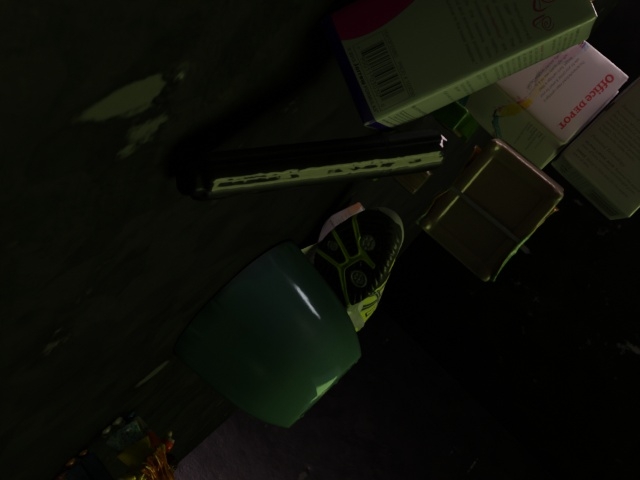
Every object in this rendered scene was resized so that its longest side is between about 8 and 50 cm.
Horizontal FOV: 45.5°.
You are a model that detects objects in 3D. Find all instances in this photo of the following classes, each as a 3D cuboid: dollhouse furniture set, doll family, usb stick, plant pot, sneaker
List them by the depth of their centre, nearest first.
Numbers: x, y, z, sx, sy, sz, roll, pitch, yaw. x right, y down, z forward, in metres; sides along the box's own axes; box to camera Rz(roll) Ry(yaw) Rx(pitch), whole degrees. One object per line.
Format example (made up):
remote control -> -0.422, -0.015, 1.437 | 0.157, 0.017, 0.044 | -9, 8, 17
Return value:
usb stick -> -0.001, -0.076, 0.751 | 0.278, 0.045, 0.077 | -10, -171, -26
dollhouse furniture set -> 0.244, -0.097, 1.306 | 0.197, 0.301, 0.151 | -50, 168, 11
plant pot -> -0.072, 0.186, 1.351 | 0.293, 0.235, 0.293 | -43, 170, -9
doll family -> -0.359, 0.426, 1.353 | 0.263, 0.163, 0.118 | -41, 170, -27
sneaker -> 0.069, 0.064, 1.524 | 0.147, 0.145, 0.384 | -36, 161, -43

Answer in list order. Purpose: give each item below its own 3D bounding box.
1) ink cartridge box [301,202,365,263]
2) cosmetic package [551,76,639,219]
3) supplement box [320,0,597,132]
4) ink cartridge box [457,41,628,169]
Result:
ink cartridge box -> 0.000, 0.000, 1.544 | 0.179, 0.045, 0.145 | -23, 165, -17
cosmetic package -> 0.516, -0.151, 1.285 | 0.183, 0.151, 0.151 | -46, 173, 6
supplement box -> 0.131, -0.199, 0.721 | 0.220, 0.111, 0.114 | -23, 178, 17
ink cartridge box -> 0.369, -0.269, 1.334 | 0.171, 0.233, 0.168 | -44, 171, -10
